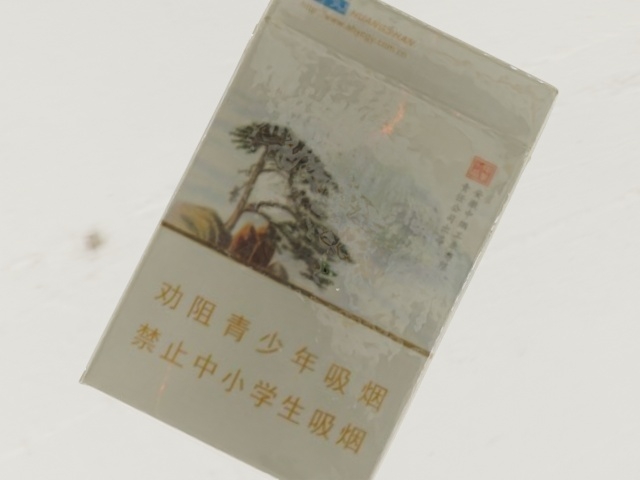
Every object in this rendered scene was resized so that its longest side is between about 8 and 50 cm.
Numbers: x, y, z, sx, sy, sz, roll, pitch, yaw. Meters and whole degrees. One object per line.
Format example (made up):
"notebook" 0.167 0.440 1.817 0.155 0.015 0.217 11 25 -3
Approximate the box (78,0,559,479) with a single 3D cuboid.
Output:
"box" 0.000 -0.001 0.920 0.149 0.067 0.233 27 -96 -2
